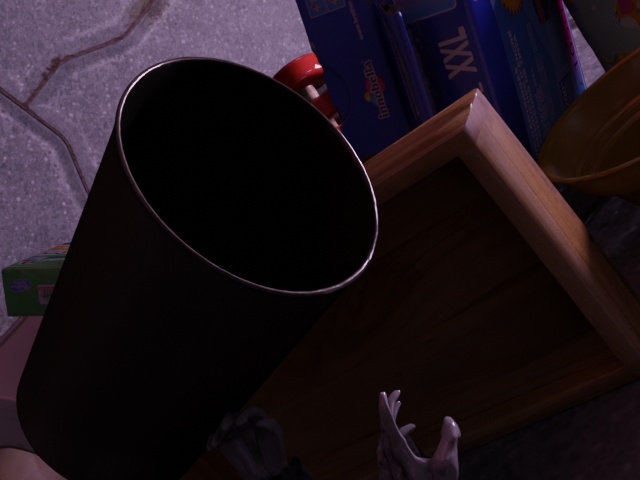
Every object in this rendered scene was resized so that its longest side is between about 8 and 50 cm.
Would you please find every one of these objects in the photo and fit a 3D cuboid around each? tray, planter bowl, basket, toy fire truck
[{"bbox_3d":[0.006,0.085,0.706,0.411,0.203,0.076,-32,17,30],"label":"tray"},{"bbox_3d":[0.281,-0.085,0.724,0.217,0.090,0.217,-38,16,13],"label":"planter bowl"},{"bbox_3d":[-0.087,0.037,0.571,0.227,0.154,0.204,-57,21,32],"label":"basket"},{"bbox_3d":[0.002,-0.182,1.617,0.302,0.169,0.254,-40,-13,33],"label":"toy fire truck"}]

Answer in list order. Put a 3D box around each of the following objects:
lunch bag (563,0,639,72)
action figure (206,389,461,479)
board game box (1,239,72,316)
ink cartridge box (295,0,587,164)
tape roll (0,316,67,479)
[{"bbox_3d":[0.330,-0.301,0.964,0.160,0.223,0.262,-23,20,35],"label":"lunch bag"},{"bbox_3d":[0.012,0.144,0.478,0.164,0.141,0.275,-21,-6,36],"label":"action figure"},{"bbox_3d":[-0.093,0.020,0.872,0.317,0.046,0.213,-2,10,10],"label":"board game box"},{"bbox_3d":[0.116,-0.180,0.875,0.151,0.270,0.395,-12,15,30],"label":"ink cartridge box"},{"bbox_3d":[-0.232,0.188,0.930,0.246,0.246,0.169,-30,19,36],"label":"tape roll"}]
